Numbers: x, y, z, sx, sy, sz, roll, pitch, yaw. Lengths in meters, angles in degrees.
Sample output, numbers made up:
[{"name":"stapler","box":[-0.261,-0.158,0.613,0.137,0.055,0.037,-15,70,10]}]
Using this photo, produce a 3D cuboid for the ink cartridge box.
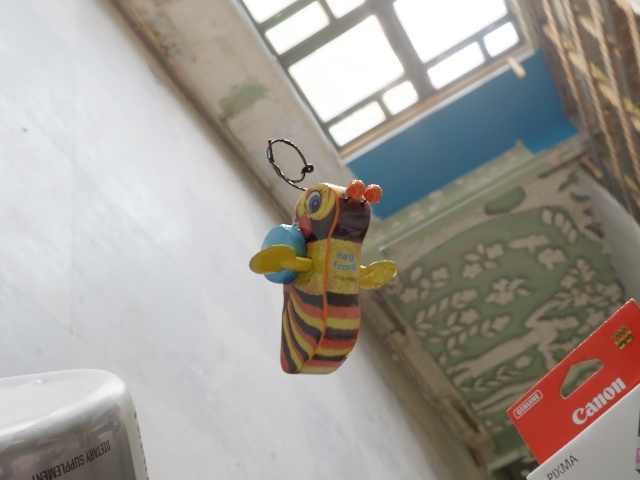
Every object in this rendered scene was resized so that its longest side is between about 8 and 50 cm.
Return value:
[{"name":"ink cartridge box","box":[0.386,0.249,1.020,0.060,0.275,0.239,13,36,-41]}]

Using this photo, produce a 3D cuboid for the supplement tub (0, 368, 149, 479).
[{"name":"supplement tub","box":[-0.197,0.271,0.492,0.207,0.207,0.338,-35,115,-80]}]

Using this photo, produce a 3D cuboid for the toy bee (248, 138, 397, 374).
[{"name":"toy bee","box":[0.000,0.000,0.873,0.195,0.162,0.298,-18,85,-42]}]
